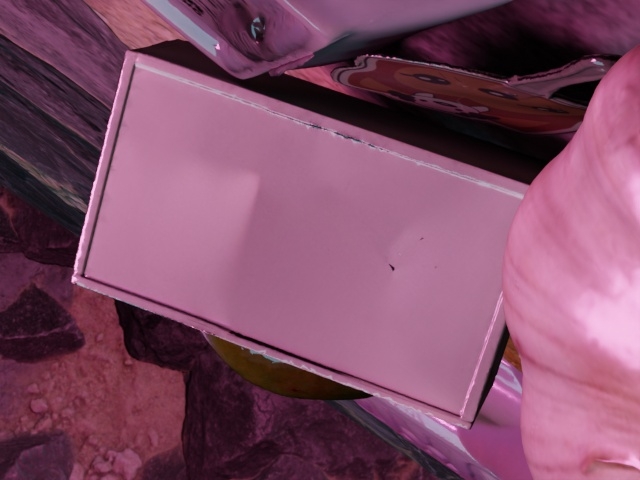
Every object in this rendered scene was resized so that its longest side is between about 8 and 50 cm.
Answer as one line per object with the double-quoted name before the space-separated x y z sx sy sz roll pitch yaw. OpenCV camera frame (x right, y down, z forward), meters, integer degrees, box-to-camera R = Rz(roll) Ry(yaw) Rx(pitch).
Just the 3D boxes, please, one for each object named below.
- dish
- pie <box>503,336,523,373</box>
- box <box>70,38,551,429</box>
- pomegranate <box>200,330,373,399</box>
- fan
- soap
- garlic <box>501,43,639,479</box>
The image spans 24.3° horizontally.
"dish" -0.031 -0.132 0.666 0.182 0.080 0.243 38 170 -14
"pie" 0.188 0.090 1.043 0.195 0.046 0.195 36 171 7
"box" -0.001 -0.008 0.781 0.225 0.129 0.086 20 -164 10
"pomegranate" 0.000 -0.002 0.945 0.187 0.187 0.225 38 -166 -12
"fan" 0.080 -0.065 0.643 0.132 0.009 0.220 11 178 -14
"soap" 0.117 0.132 1.296 0.324 0.109 0.193 33 169 20
"garlic" 0.193 0.037 0.497 0.245 0.245 0.253 31 -155 25
